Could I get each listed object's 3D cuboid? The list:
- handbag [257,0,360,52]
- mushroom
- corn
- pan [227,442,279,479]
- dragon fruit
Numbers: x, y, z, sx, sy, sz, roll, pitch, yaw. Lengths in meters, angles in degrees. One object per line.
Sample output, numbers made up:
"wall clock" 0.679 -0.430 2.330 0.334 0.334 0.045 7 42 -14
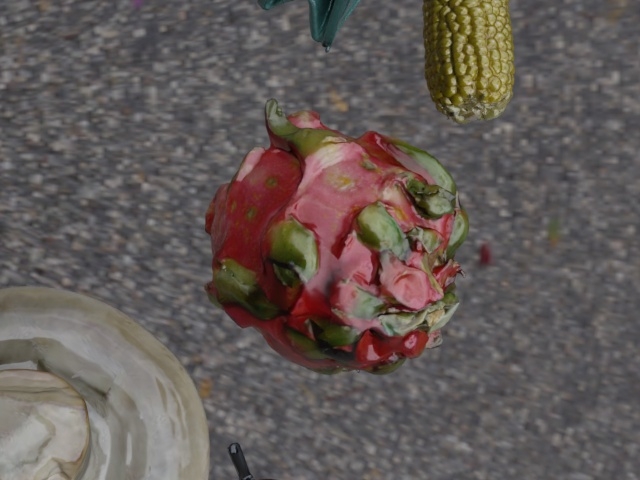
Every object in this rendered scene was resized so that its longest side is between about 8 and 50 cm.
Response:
"handbag" 0.057 -0.330 1.445 0.100 0.274 0.269 33 54 4
"mushroom" -0.161 0.119 0.955 0.204 0.204 0.204 -2 94 -25
"corn" 0.145 -0.245 1.718 0.091 0.091 0.260 2 74 -21
"pan" -0.052 0.186 1.270 0.068 0.115 0.023 -26 134 -4
"dragon fruit" 0.009 0.006 1.617 0.237 0.302 0.231 24 84 -31
